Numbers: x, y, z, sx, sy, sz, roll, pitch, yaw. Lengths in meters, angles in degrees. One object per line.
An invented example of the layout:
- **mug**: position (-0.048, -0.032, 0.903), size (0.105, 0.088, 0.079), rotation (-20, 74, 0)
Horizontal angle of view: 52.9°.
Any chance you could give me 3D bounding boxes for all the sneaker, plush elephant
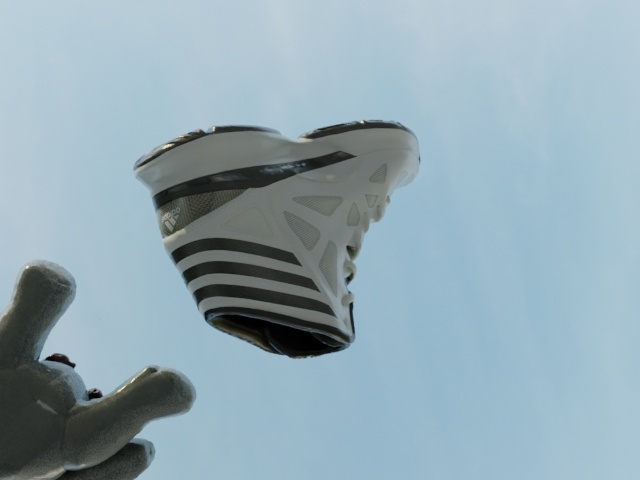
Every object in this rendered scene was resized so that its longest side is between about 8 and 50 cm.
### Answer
- **sneaker**: position (-0.001, 0.000, 0.783), size (0.448, 0.169, 0.257), rotation (-14, -95, -49)
- **plush elephant**: position (-0.346, 0.248, 0.800), size (0.272, 0.255, 0.330), rotation (34, -121, 3)
